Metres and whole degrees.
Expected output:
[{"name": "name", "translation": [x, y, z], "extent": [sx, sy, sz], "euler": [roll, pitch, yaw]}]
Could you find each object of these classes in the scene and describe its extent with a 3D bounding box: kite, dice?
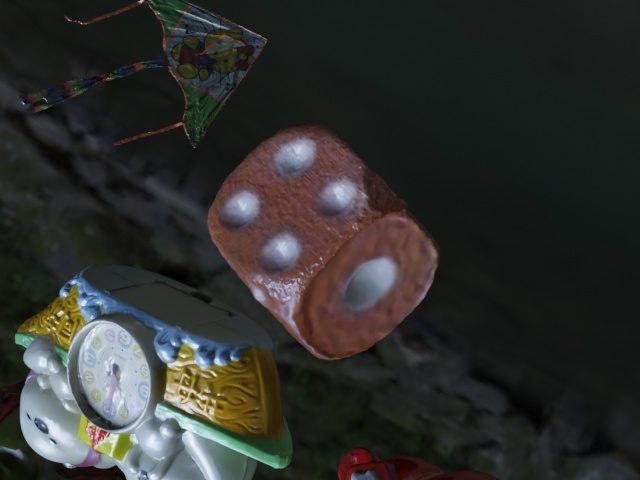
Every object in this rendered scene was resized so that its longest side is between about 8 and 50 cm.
[{"name": "kite", "translation": [-0.163, -0.166, 1.419], "extent": [0.006, 0.244, 0.198], "euler": [116, 135, -63]}, {"name": "dice", "translation": [0.000, 0.000, 1.552], "extent": [0.179, 0.174, 0.175], "euler": [45, -179, 36]}]

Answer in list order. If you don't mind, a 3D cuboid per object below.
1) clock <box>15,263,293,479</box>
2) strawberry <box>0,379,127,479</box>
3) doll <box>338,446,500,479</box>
[{"name": "clock", "translation": [-0.113, 0.101, 0.972], "extent": [0.231, 0.144, 0.103], "euler": [24, -161, 33]}, {"name": "strawberry", "translation": [-0.282, 0.285, 1.389], "extent": [0.291, 0.292, 0.310], "euler": [28, 136, 7]}, {"name": "doll", "translation": [0.128, 0.302, 1.358], "extent": [0.363, 0.182, 0.160], "euler": [43, -175, 40]}]
